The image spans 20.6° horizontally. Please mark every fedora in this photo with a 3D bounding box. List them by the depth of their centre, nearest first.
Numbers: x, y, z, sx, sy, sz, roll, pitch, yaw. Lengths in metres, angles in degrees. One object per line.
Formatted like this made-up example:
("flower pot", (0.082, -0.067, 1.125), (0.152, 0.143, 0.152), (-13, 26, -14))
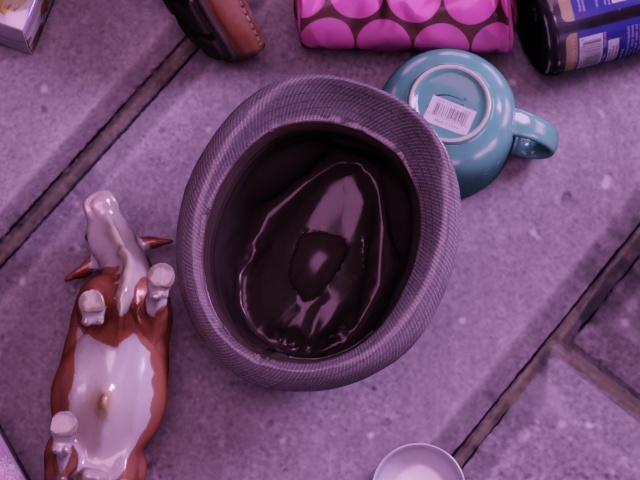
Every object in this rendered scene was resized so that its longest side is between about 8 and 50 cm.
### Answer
("fedora", (0.000, 0.000, 1.568), (0.244, 0.124, 0.275), (14, 86, 6))

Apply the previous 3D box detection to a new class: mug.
("mug", (0.127, -0.115, 1.614), (0.158, 0.097, 0.129), (-23, 76, -6))

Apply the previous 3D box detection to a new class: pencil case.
("pencil case", (0.079, -0.224, 1.639), (0.209, 0.095, 0.098), (3, 89, 2))

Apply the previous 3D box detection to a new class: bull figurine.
("bull figurine", (-0.180, 0.103, 1.521), (0.101, 0.188, 0.310), (5, 81, -6))

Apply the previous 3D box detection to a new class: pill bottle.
("pill bottle", (0.295, -0.236, 1.635), (0.219, 0.123, 0.122), (-15, 75, -5))

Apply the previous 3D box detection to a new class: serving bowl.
("serving bowl", (0.086, 0.222, 1.560), (0.083, 0.027, 0.083), (0, 74, 0))

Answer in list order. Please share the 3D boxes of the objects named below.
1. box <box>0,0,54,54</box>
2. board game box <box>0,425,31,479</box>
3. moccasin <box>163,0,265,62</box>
("box", (-0.253, -0.338, 1.692), (0.067, 0.063, 0.324), (19, 76, 4))
("board game box", (-0.366, 0.324, 1.512), (0.318, 0.066, 0.318), (-31, 78, -8))
("moccasin", (-0.117, -0.354, 1.647), (0.147, 0.139, 0.380), (-17, 85, -14))
